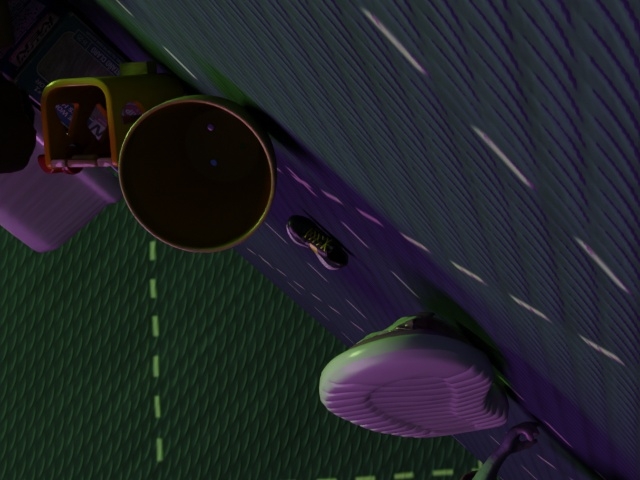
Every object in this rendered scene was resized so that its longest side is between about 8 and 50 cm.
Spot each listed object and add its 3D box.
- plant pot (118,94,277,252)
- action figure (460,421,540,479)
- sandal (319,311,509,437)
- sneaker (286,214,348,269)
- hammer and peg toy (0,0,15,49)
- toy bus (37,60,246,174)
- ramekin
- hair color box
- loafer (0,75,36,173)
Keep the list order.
[{"bbox_3d":[-0.093,-0.069,1.401,0.134,0.134,0.095,42,-157,-5],"label":"plant pot"},{"bbox_3d":[0.247,0.367,1.793,0.248,0.275,0.370,37,163,-17],"label":"action figure"},{"bbox_3d":[0.093,0.126,1.655,0.416,0.169,0.102,54,-153,-71],"label":"sandal"},{"bbox_3d":[0.000,0.000,1.779,0.083,0.031,0.035,39,163,-20],"label":"sneaker"},{"bbox_3d":[-0.509,-0.236,1.709,0.266,0.361,0.127,-33,-68,-79],"label":"hammer and peg toy"},{"bbox_3d":[-0.178,-0.122,1.602,0.202,0.191,0.104,-159,64,-75],"label":"toy bus"},{"bbox_3d":[-0.365,-0.099,1.904,0.273,0.127,0.273,39,176,4],"label":"ramekin"},{"bbox_3d":[-0.320,-0.210,1.937,0.174,0.105,0.347,42,176,-33],"label":"hair color box"},{"bbox_3d":[-0.341,-0.121,1.592,0.130,0.133,0.366,3,-166,-5],"label":"loafer"}]
